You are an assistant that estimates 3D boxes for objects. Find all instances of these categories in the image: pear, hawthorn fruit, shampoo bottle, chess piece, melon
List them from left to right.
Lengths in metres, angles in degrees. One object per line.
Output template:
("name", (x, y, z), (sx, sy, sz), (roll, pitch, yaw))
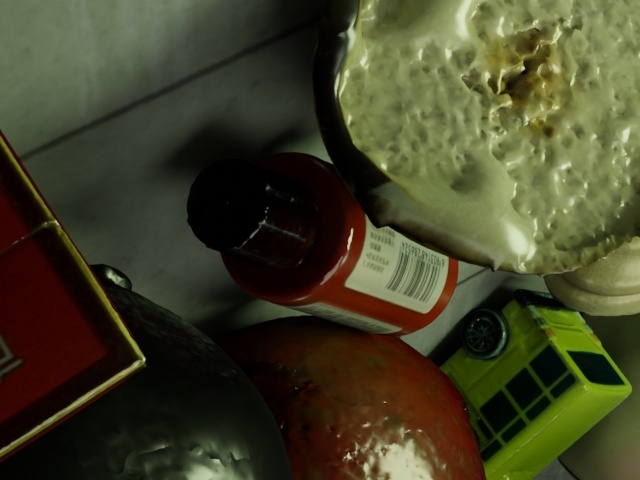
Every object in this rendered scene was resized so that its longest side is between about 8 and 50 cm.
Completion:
("hawthorn fruit", (-0.005, 0.198, 1.303), (0.316, 0.316, 0.316), (-29, 155, -15))
("shampoo bottle", (0.000, 0.000, 1.151), (0.104, 0.104, 0.278), (-42, 155, 13))
("pear", (0.100, -0.085, 1.062), (0.267, 0.267, 0.178), (-26, 178, -21))
("chess piece", (0.286, -0.070, 1.407), (0.139, 0.124, 0.307), (7, 143, -2))
("melon", (0.371, 0.134, 1.725), (0.317, 0.223, 0.223), (-47, 153, 25))

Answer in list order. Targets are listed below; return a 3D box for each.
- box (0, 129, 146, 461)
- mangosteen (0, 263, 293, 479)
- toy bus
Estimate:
("box", (-0.202, -0.006, 0.719), (0.153, 0.240, 0.074), (-33, -179, -10))
("mangosteen", (-0.196, 0.218, 0.919), (0.382, 0.435, 0.382), (10, 163, 3))
("toy bus", (0.162, 0.179, 1.628), (0.262, 0.150, 0.128), (-46, 152, 21))
